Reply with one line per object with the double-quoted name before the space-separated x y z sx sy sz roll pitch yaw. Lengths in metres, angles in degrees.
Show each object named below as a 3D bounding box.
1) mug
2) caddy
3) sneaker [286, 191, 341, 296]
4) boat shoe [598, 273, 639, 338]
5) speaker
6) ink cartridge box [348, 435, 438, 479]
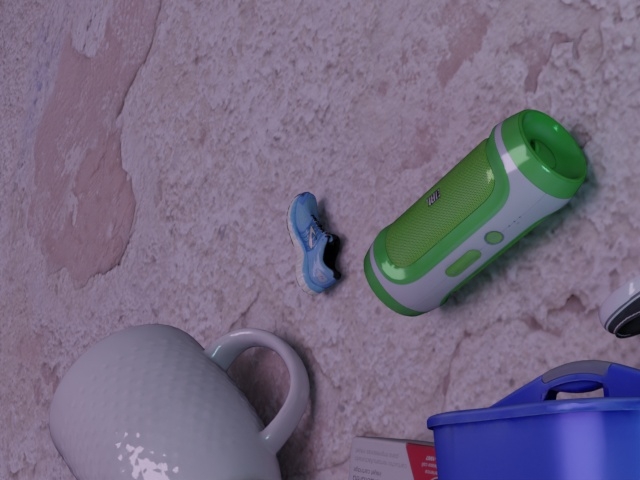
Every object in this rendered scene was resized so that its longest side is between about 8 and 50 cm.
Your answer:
"mug" -0.178 0.288 1.703 0.374 0.276 0.328 -44 45 -6
"caddy" 0.255 0.205 1.103 0.341 0.241 0.179 -20 66 54
"sneaker" 0.000 0.000 1.702 0.073 0.063 0.162 -24 65 28
"boat shoe" 0.383 0.060 1.153 0.228 0.080 0.076 -31 55 36
"speaker" 0.182 -0.028 1.398 0.296 0.131 0.131 -44 48 37
"ink cartridge box" 0.134 0.392 1.339 0.226 0.131 0.306 -5 75 52
